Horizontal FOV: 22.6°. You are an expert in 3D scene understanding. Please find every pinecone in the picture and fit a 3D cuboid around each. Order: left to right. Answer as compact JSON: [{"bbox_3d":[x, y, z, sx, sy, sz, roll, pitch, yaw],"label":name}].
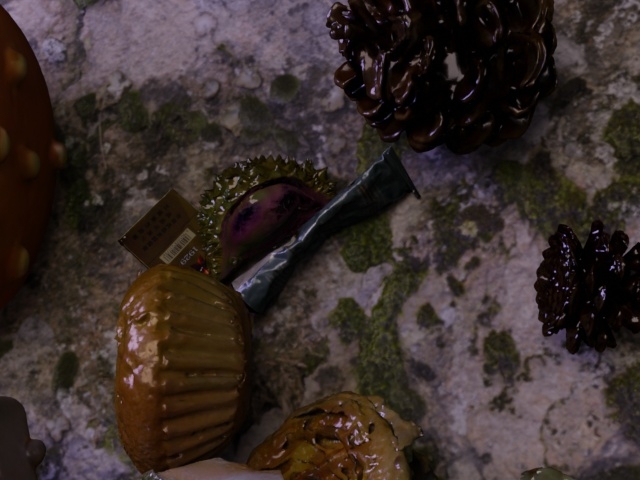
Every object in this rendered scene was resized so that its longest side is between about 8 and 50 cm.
[{"bbox_3d":[0.131,-0.199,1.723,0.244,0.257,0.243,8,106,30],"label":"pinecone"},{"bbox_3d":[0.283,0.049,1.630,0.121,0.140,0.140,2,63,-14],"label":"pinecone"}]

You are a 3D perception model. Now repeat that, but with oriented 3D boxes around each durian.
[{"bbox_3d":[-0.074,-0.058,1.774,0.187,0.108,0.119,-31,60,-13],"label":"durian"}]

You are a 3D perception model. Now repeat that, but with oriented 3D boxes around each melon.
[{"bbox_3d":[-0.118,0.268,1.577,0.139,0.202,0.093,37,40,-11],"label":"melon"}]

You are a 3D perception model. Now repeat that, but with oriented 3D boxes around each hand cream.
[{"bbox_3d":[0.000,0.001,1.764,0.248,0.075,0.052,-37,66,-1],"label":"hand cream"}]

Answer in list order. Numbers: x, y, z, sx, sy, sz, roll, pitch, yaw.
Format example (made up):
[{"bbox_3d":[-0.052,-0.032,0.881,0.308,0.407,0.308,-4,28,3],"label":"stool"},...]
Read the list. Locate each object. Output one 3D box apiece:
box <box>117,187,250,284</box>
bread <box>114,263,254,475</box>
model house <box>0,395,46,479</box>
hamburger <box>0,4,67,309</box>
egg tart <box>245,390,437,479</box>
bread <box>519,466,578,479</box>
[{"bbox_3d":[-0.156,0.010,1.828,0.133,0.023,0.090,39,82,27],"label":"box"},{"bbox_3d":[-0.142,0.137,1.650,0.139,0.240,0.240,2,65,0],"label":"bread"},{"bbox_3d":[-0.405,0.303,1.669,0.229,0.220,0.199,-42,61,45],"label":"model house"},{"bbox_3d":[-0.450,-0.104,1.769,0.278,0.395,0.395,2,66,18],"label":"hamburger"},{"bbox_3d":[0.018,0.285,1.574,0.297,0.132,0.297,-39,30,28],"label":"egg tart"},{"bbox_3d":[0.244,0.290,1.502,0.128,0.088,0.232,-8,16,-23],"label":"bread"}]
